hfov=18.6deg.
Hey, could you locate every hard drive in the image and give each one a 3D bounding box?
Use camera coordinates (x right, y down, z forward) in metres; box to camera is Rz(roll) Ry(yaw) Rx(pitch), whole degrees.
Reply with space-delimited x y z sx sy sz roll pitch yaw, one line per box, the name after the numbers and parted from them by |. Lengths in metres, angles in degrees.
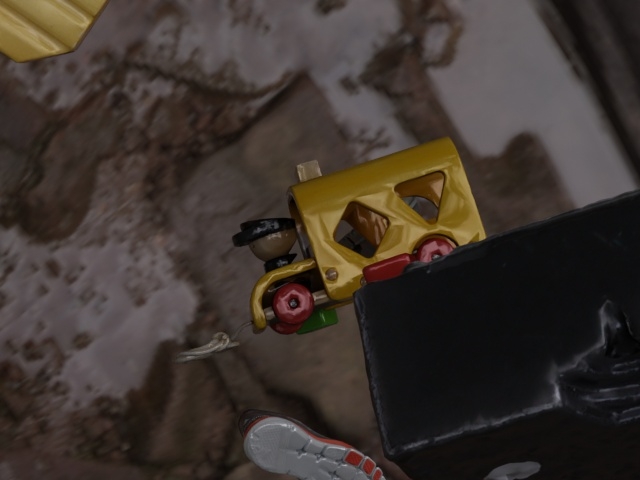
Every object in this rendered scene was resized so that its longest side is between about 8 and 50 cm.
0.178 0.056 0.661 0.237 0.339 0.064 -18 63 17 | hard drive

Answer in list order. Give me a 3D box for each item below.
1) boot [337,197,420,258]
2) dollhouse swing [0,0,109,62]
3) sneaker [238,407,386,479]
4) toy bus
0.109 0.058 1.839 0.076 0.189 0.208 -38 88 -15 | boot
-0.326 -0.361 1.751 0.305 0.315 0.347 36 94 13 | dollhouse swing
-0.007 0.185 1.689 0.158 0.065 0.061 37 94 -29 | sneaker
0.011 -0.003 1.319 0.202 0.191 0.104 -10 81 -51 | toy bus
